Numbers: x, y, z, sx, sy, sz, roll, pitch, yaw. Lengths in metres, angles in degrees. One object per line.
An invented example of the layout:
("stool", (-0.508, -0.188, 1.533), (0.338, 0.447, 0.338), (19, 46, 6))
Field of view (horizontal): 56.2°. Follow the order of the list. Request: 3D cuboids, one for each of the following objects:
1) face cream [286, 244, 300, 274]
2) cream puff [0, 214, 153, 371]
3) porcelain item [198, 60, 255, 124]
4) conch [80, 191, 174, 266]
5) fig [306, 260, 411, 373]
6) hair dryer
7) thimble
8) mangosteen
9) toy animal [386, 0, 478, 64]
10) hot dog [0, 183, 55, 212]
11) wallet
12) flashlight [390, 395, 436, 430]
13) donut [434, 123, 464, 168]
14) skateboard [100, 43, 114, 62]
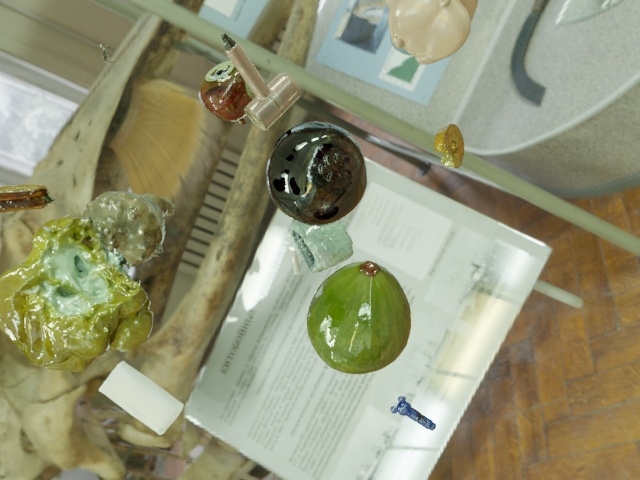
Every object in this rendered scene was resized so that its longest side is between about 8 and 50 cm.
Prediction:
("face cream", (-0.088, 0.064, 1.999), (0.038, 0.115, 0.020), (15, 40, 33))
("cream puff", (-0.517, 0.125, 1.246), (0.270, 0.323, 0.274), (-34, -15, -18))
("porcelain item", (-0.334, -0.549, 2.292), (0.253, 0.253, 0.253), (-47, 31, 40))
("conch", (-0.510, -0.019, 1.593), (0.263, 0.324, 0.186), (-24, 81, 29))
("fig", (0.109, 0.196, 1.650), (0.316, 0.316, 0.316), (-47, 31, 40))
("hair dryer", (-0.207, -0.535, 1.928), (0.189, 0.344, 0.107), (-46, 47, -8))
("thimble", (0.000, 0.000, 2.150), (0.172, 0.205, 0.250), (-28, 49, -10))
("mangosteen", (-0.024, -0.195, 1.703), (0.313, 0.297, 0.297), (33, 101, 46))
("toy animal", (0.239, -0.509, 1.301), (0.229, 0.210, 0.221), (-61, 9, 19))
("hot dog", (-0.762, -0.107, 1.489), (0.055, 0.188, 0.072), (-120, 32, -43))
("wallet", (-0.277, 0.244, 0.928), (0.061, 0.122, 0.025), (-51, 7, 3))
("flashlight", (0.241, 0.444, 1.533), (0.057, 0.121, 0.035), (-58, -1, 16))
("donut", (0.310, -0.228, 1.447), (0.043, 0.108, 0.097), (2, 49, 35))
("skateboard", (-0.710, -0.604, 1.992), (0.083, 0.032, 0.064), (64, 150, 29))
